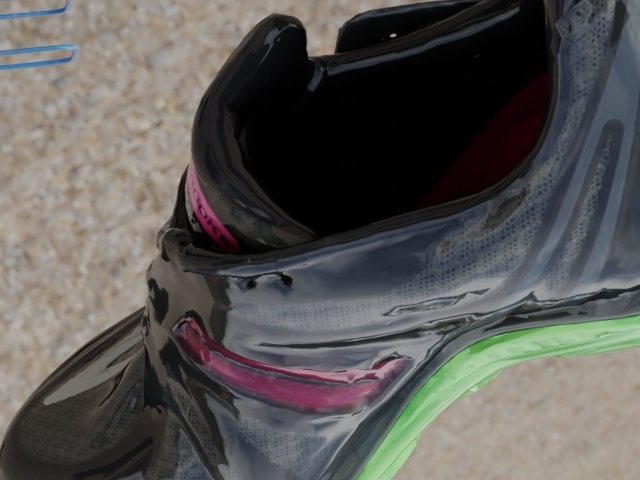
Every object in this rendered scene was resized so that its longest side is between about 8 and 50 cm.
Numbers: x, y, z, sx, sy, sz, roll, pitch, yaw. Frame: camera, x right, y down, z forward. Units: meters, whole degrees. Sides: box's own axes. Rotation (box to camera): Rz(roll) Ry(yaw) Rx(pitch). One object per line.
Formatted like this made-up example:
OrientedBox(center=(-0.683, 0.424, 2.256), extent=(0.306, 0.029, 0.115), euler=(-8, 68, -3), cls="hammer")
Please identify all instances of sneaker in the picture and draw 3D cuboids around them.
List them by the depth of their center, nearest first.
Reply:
OrientedBox(center=(0.000, 0.000, 0.765), extent=(0.202, 0.185, 0.483), euler=(33, 130, -29), cls="sneaker")

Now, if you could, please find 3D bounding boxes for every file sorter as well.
OrientedBox(center=(-0.241, -0.210, 1.280), extent=(0.104, 0.170, 0.118), euler=(-6, -179, -10), cls="file sorter")
